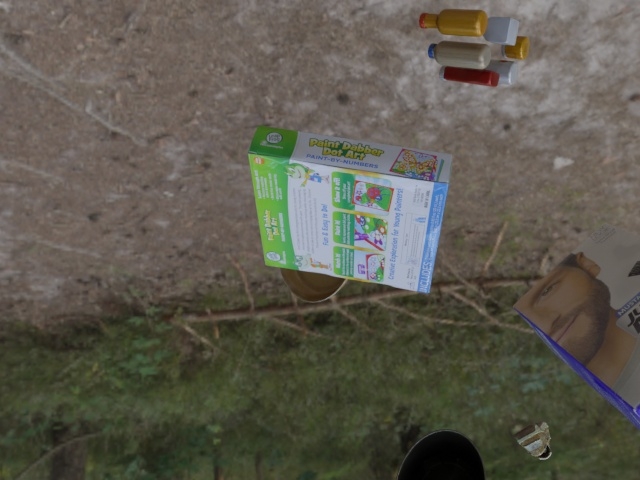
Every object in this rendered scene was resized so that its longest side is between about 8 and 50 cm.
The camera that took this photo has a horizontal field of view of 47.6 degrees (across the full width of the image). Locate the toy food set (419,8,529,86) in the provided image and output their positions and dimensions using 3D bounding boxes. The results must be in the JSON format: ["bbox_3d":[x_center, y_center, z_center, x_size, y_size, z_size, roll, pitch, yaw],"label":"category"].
[{"bbox_3d":[0.254,-0.316,1.202,0.105,0.111,0.232,16,-165,33],"label":"toy food set"}]

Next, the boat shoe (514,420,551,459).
[{"bbox_3d":[0.454,0.426,1.526,0.068,0.072,0.190,-38,157,17],"label":"boat shoe"}]

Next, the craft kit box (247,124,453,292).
[{"bbox_3d":[0.038,-0.033,0.969,0.247,0.061,0.249,8,145,7],"label":"craft kit box"}]

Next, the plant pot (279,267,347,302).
[{"bbox_3d":[0.000,0.000,1.375,0.032,0.236,0.236,8,148,-40],"label":"plant pot"}]

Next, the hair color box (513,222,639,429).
[{"bbox_3d":[0.393,0.105,0.895,0.185,0.339,0.110,-43,102,4],"label":"hair color box"}]

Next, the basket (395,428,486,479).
[{"bbox_3d":[0.233,0.472,1.370,0.154,0.204,0.227,17,164,20],"label":"basket"}]
